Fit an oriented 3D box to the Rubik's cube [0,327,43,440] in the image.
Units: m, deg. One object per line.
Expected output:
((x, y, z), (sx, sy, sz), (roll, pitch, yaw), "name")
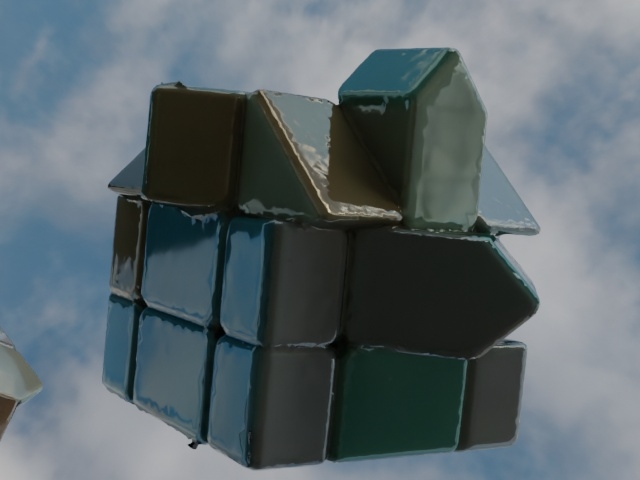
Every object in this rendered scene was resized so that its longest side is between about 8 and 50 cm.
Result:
((-0.133, 0.050, 0.325), (0.075, 0.073, 0.084), (-18, -81, 20), "Rubik's cube")

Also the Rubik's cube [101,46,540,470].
((0.000, 0.000, 0.570), (0.224, 0.265, 0.213), (4, -86, -37), "Rubik's cube")
